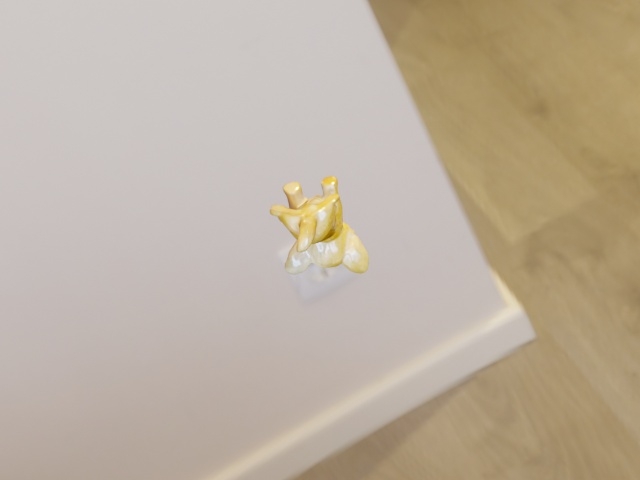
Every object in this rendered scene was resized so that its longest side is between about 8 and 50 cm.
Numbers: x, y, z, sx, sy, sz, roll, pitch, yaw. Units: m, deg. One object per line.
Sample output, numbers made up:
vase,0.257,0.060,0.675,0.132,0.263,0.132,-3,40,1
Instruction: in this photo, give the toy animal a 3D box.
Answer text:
toy animal,0.000,0.000,0.956,0.060,0.083,0.081,-10,40,4
